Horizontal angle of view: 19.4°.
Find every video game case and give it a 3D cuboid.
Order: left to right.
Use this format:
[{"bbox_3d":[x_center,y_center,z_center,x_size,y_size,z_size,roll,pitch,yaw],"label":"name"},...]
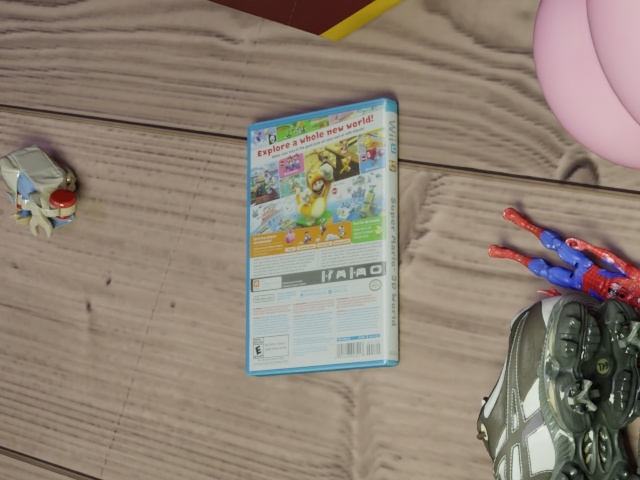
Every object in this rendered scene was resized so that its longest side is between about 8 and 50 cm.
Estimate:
[{"bbox_3d":[0.000,0.000,1.188,0.119,0.015,0.166,-8,78,41],"label":"video game case"}]

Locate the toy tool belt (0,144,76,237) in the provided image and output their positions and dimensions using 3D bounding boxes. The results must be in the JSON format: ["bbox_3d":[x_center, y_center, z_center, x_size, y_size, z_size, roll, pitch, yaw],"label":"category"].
[{"bbox_3d":[-0.199,-0.029,1.352,0.083,0.052,0.051,44,143,40],"label":"toy tool belt"}]

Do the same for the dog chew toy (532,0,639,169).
[{"bbox_3d":[0.223,-0.119,0.888,0.332,0.207,0.206,-23,67,58],"label":"dog chew toy"}]

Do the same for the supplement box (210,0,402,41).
[{"bbox_3d":[0.000,-0.233,1.105,0.191,0.194,0.129,-28,65,35],"label":"supplement box"}]

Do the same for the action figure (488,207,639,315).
[{"bbox_3d":[0.143,0.018,1.051,0.115,0.030,0.038,28,97,38],"label":"action figure"}]

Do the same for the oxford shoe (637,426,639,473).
[{"bbox_3d":[0.208,0.125,0.954,0.096,0.083,0.227,6,87,23],"label":"oxford shoe"}]

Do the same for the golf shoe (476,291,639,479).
[{"bbox_3d":[0.129,0.127,1.027,0.094,0.077,0.198,5,86,61],"label":"golf shoe"}]
